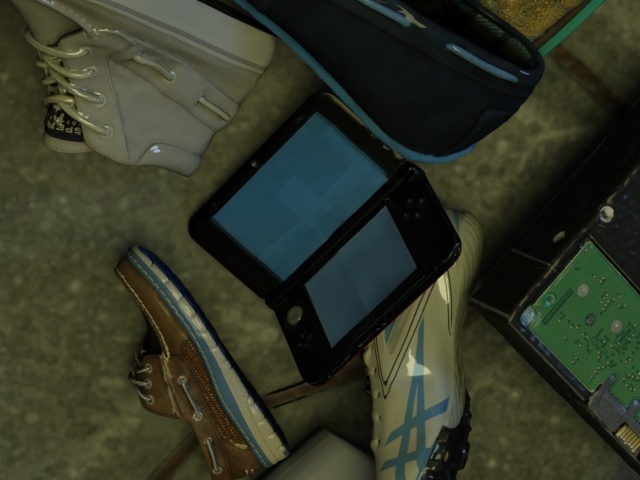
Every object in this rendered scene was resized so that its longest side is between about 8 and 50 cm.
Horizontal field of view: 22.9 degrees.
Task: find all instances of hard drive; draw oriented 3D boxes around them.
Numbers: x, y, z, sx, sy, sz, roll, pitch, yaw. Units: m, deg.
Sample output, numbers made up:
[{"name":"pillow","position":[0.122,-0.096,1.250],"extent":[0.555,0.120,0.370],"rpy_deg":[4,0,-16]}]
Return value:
[{"name":"hard drive","position":[0.288,-0.007,1.074],"extent":[0.237,0.064,0.339],"rpy_deg":[44,82,-24]}]

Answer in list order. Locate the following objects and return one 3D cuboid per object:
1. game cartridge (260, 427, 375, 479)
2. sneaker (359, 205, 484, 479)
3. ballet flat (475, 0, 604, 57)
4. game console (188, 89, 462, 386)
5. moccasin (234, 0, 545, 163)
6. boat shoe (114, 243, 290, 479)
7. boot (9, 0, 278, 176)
[{"name":"game cartridge","position":[0.044,0.283,1.074],"extent":[0.196,0.060,0.294],"rpy_deg":[-40,83,-5]},{"name":"sneaker","position":[0.057,0.091,1.051],"extent":[0.086,0.085,0.237],"rpy_deg":[2,74,17]},{"name":"ballet flat","position":[0.215,-0.243,0.962],"extent":[0.123,0.123,0.348],"rpy_deg":[42,124,-16]},{"name":"game console","position":[0.000,0.000,1.026],"extent":[0.085,0.124,0.144],"rpy_deg":[28,117,-40]},{"name":"moccasin","position":[0.004,-0.197,0.971],"extent":[0.342,0.137,0.117],"rpy_deg":[39,131,-24]},{"name":"boat shoe","position":[-0.092,0.089,1.053],"extent":[0.066,0.066,0.183],"rpy_deg":[-33,106,-1]},{"name":"boot","position":[-0.135,-0.107,0.939],"extent":[0.258,0.095,0.123],"rpy_deg":[19,103,-50]}]
